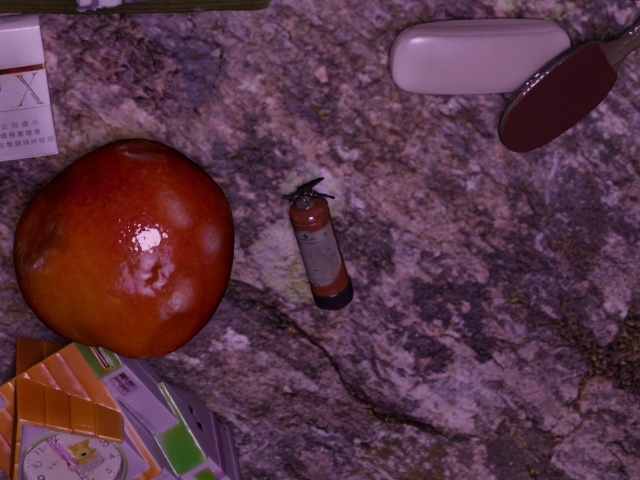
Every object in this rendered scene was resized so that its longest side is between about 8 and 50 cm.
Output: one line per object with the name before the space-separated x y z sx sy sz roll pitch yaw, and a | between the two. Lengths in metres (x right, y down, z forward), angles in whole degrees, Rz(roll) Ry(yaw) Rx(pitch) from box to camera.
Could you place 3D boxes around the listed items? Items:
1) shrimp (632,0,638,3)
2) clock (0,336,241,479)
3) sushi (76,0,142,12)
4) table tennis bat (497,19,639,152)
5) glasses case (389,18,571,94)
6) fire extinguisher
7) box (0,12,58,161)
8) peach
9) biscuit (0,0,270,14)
shrimp | 0.377 -0.301 1.606 0.108 0.023 0.059 -32 116 11
clock | -0.274 0.235 1.744 0.235 0.166 0.309 -31 124 10
sushi | -0.118 -0.427 1.371 0.296 0.100 0.373 -13 116 -15
table tennis bat | 0.298 -0.186 1.644 0.246 0.022 0.138 -38 151 4
glasses case | 0.174 -0.200 1.609 0.204 0.051 0.081 -2 125 -14
fire extinguisher | 0.000 0.000 1.712 0.062 0.050 0.177 0 129 20
box | -0.323 -0.157 1.536 0.084 0.040 0.154 -7 127 -7
peach | -0.208 0.003 1.576 0.243 0.199 0.243 -2 114 -4
biscuit | -0.204 -0.271 1.486 0.322 0.038 0.099 -2 128 -11
